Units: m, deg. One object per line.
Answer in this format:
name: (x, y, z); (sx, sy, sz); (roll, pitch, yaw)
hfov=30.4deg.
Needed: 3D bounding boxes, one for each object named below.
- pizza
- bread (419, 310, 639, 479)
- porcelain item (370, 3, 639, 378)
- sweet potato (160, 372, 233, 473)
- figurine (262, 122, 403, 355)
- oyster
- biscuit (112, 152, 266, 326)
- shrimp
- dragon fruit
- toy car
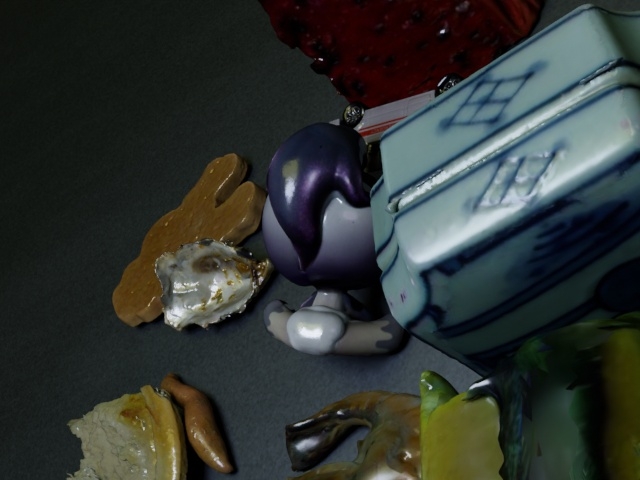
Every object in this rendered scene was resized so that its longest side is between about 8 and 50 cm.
pizza: (-0.220, 0.237, 1.272); (0.262, 0.034, 0.181); (10, 85, 51)
bread: (0.179, 0.232, 0.732); (0.208, 0.251, 0.376); (-31, 46, 30)
porcelain item: (0.201, -0.012, 0.856); (0.281, 0.286, 0.157); (-30, 48, 25)
sweet potato: (-0.132, 0.184, 1.245); (0.044, 0.044, 0.179); (-50, 41, 7)
figurine: (0.000, 0.000, 1.105); (0.145, 0.145, 0.222); (9, 102, 48)
oyster: (-0.114, 0.047, 1.309); (0.148, 0.051, 0.103); (-5, 91, 32)
biscuit: (-0.158, 0.006, 1.398); (0.236, 0.040, 0.144); (-48, 33, 11)
shrimp: (0.009, 0.203, 1.075); (0.254, 0.059, 0.145); (-17, 49, 36)
dragon fruit: (0.060, -0.345, 1.265); (0.228, 0.286, 0.329); (-30, 37, 33)
toy car: (0.098, -0.087, 1.166); (0.210, 0.089, 0.108); (-12, 61, 42)
